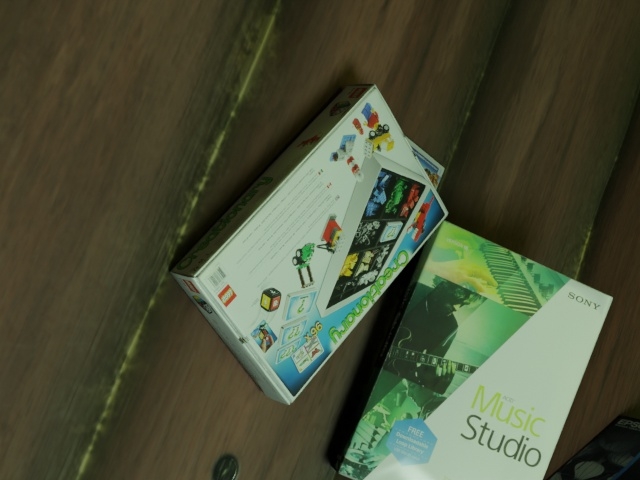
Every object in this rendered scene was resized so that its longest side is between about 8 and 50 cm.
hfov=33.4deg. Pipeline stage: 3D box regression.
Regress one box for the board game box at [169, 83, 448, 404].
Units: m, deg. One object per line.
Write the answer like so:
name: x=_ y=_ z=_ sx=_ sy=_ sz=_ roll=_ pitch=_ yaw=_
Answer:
board game box: x=0.000 y=0.000 z=1.155 sx=0.305 sy=0.053 sz=0.193 roll=-48 pitch=123 yaw=-25

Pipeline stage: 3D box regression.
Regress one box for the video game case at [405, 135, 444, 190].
video game case: x=0.100 y=-0.053 z=1.277 sx=0.087 sy=0.011 sz=0.122 roll=33 pitch=74 yaw=-40

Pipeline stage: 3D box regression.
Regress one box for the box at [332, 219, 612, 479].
box: x=0.182 y=0.166 z=1.262 sx=0.232 sy=0.058 sz=0.322 roll=24 pitch=81 yaw=-7

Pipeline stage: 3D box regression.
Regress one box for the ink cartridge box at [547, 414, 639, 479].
ink cartridge box: x=0.462 y=0.344 z=1.567 sx=0.332 sy=0.165 sz=0.065 roll=-27 pitch=113 yaw=-38
